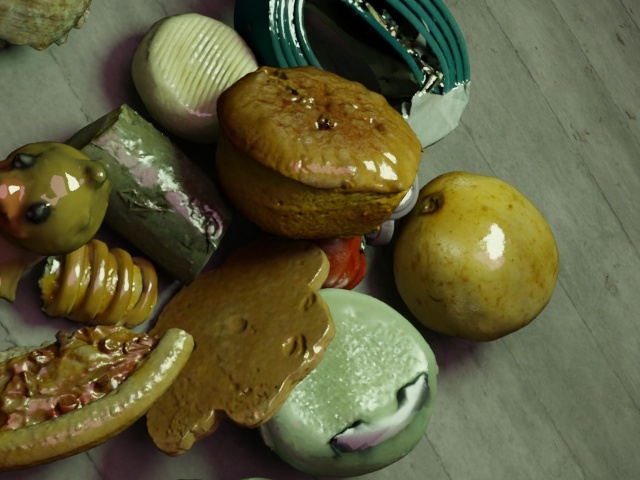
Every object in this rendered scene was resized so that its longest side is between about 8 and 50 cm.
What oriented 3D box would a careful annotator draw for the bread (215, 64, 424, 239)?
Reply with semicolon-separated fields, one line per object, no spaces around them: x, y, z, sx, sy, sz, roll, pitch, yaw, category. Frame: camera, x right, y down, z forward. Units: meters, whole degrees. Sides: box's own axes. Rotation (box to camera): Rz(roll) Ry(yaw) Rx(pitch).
-0.012;-0.132;1.254;0.312;0.172;0.312;15;36;-11;bread

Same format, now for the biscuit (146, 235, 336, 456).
-0.115;0.141;1.212;0.376;0.269;0.051;-56;141;-32;biscuit

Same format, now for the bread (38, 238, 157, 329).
-0.307;0.059;1.208;0.177;0.084;0.119;19;63;-32;bread

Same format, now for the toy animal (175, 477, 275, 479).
-0.151;0.363;1.180;0.236;0.138;0.108;22;30;-10;toy animal

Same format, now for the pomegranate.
0.260;0.023;1.482;0.307;0.307;0.307;13;66;-30;pomegranate

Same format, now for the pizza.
-0.333;0.189;1.104;0.365;0.074;0.182;-18;59;-22;pizza

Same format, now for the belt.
0.059;-0.317;1.477;0.436;0.173;0.300;32;87;-28;belt

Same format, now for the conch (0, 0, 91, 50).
-0.429;-0.433;1.233;0.297;0.210;0.352;38;86;7;conch

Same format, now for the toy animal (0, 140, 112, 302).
-0.375;-0.031;1.087;0.169;0.281;0.195;-6;74;-56;toy animal

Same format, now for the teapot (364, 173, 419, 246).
0.100;-0.073;1.484;0.116;0.146;0.148;-30;97;-19;teapot

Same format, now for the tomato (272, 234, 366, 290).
0.000;0.000;1.381;0.151;0.187;0.187;-3;71;-1;tomato

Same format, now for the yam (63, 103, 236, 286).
-0.248;-0.071;1.245;0.268;0.161;0.161;43;54;-14;yam

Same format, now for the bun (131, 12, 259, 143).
-0.199;-0.247;1.374;0.222;0.127;0.222;10;62;-19;bun

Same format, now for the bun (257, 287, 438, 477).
0.021;0.225;1.304;0.293;0.187;0.293;6;54;-9;bun
